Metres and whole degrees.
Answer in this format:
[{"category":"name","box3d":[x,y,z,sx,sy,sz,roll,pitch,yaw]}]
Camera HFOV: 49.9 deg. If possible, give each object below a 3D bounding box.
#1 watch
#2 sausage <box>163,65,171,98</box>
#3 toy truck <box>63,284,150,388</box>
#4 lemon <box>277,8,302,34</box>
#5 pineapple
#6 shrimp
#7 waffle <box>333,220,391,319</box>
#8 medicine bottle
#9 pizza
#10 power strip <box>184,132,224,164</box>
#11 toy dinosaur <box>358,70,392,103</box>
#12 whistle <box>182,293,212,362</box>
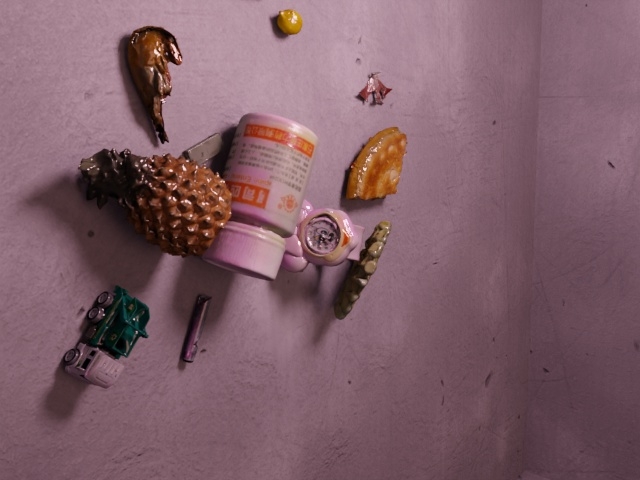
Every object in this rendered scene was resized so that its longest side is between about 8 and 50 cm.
[{"category":"watch","box3d":[0.000,0.000,1.997,0.217,0.248,0.211,25,75,-77]},{"category":"sausage","box3d":[-0.369,-0.402,1.566,0.036,0.042,0.158,-91,174,-68]},{"category":"toy truck","box3d":[-0.455,0.216,1.511,0.110,0.116,0.216,50,59,-44]},{"category":"lemon","box3d":[-0.084,-0.591,1.856,0.092,0.065,0.065,23,79,-56]},{"category":"pineapple","box3d":[-0.378,-0.108,1.493,0.357,0.223,0.223,26,76,-41]},{"category":"shrimp","box3d":[-0.353,-0.344,1.536,0.066,0.117,0.262,-96,173,-66]},{"category":"waffle","box3d":[0.128,0.092,2.117,0.309,0.056,0.292,-59,-178,46]},{"category":"medicine bottle","box3d":[-0.154,-0.108,1.744,0.219,0.219,0.388,26,78,-50]},{"category":"pizza","box3d":[0.187,-0.227,2.247,0.336,0.086,0.226,-56,140,-26]},{"category":"power strip","box3d":[-0.292,-0.221,1.706,0.136,0.019,0.051,-41,128,-39]},{"category":"toy dinosaur","box3d":[0.182,-0.493,2.232,0.220,0.032,0.108,-23,111,-49]},{"category":"whistle","box3d":[-0.316,0.224,1.753,0.033,0.033,0.177,23,80,-51]}]
